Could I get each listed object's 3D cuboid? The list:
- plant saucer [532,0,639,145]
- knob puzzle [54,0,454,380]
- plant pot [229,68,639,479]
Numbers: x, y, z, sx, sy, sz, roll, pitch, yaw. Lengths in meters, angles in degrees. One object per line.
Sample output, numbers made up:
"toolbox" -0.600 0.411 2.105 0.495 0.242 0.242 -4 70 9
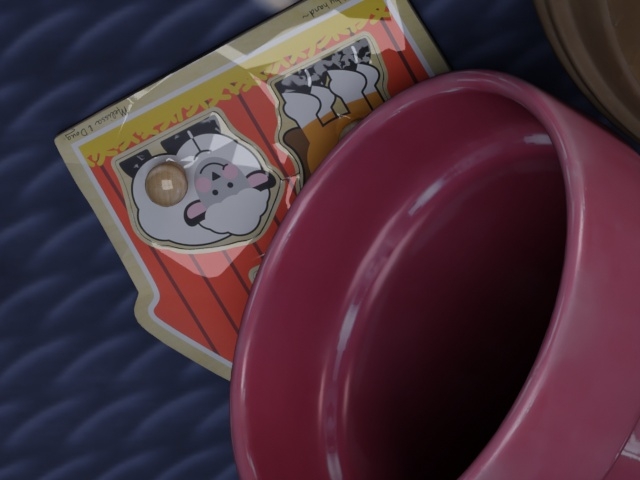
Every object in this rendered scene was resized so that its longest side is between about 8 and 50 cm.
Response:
"plant saucer" 0.211 -0.124 0.702 0.278 0.041 0.277 -4 127 -5
"knob puzzle" 0.000 0.000 0.868 0.213 0.030 0.213 2 112 5
"plant pot" 0.092 0.057 0.791 0.180 0.201 0.201 25 115 -33
